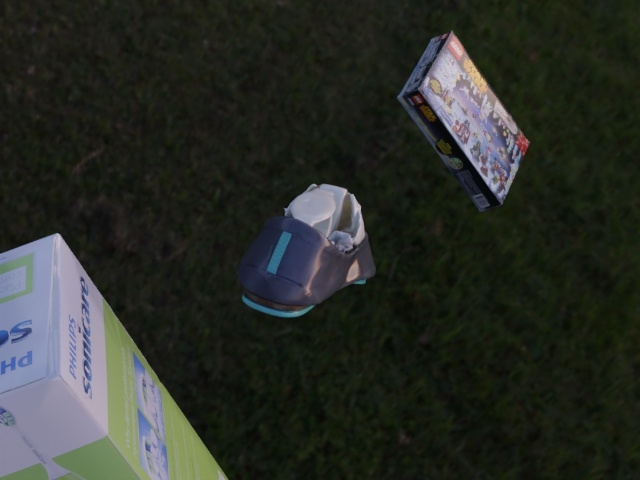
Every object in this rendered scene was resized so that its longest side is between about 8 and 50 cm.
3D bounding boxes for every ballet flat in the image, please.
[{"bbox_3d":[0.000,0.000,0.818,0.074,0.074,0.203,41,13,6],"label":"ballet flat"}]

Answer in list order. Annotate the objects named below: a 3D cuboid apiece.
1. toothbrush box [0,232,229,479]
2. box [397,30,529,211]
[{"bbox_3d":[-0.194,0.159,0.815,0.206,0.283,0.122,-20,44,7],"label":"toothbrush box"},{"bbox_3d":[0.131,-0.107,1.150,0.137,0.027,0.094,51,44,-23],"label":"box"}]
